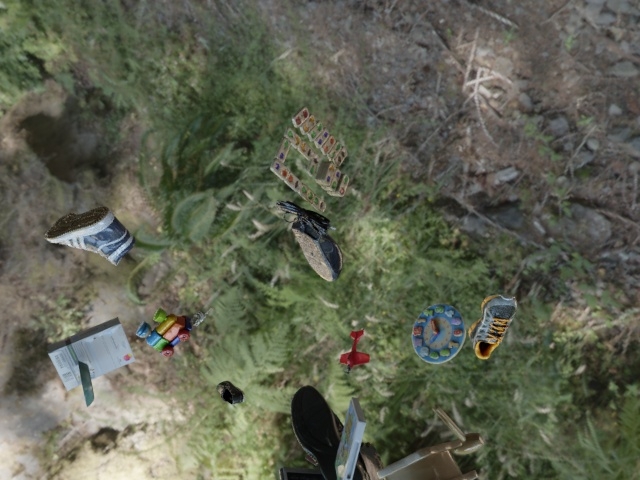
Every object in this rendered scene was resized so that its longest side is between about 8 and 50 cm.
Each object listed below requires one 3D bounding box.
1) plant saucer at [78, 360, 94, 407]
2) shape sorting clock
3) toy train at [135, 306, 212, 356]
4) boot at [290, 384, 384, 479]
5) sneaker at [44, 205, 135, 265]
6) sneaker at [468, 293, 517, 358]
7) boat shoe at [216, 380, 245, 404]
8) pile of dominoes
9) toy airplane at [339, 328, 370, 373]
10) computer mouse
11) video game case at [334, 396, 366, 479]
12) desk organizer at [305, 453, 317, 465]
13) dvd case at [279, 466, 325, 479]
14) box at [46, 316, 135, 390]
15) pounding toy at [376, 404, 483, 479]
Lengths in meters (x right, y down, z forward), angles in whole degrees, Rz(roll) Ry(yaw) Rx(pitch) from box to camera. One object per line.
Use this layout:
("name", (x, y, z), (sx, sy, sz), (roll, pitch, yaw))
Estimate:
("plant saucer", (-0.585, 0.358, 1.440), (0.119, 0.021, 0.120), (168, 90, -68))
("shape sorting clock", (0.393, 0.310, 1.929), (0.040, 0.206, 0.206), (26, 180, -37))
("toy train", (-0.509, 0.276, 1.983), (0.143, 0.248, 0.105), (38, -166, -30))
("boot", (0.065, 0.654, 1.835), (0.377, 0.138, 0.284), (51, -176, 36))
("sneaker", (-0.636, -0.002, 1.600), (0.282, 0.099, 0.153), (-8, 136, 34))
("sneaker", (0.431, 0.213, 1.423), (0.084, 0.083, 0.215), (8, 136, 0))
("boat shoe", (-0.270, 0.443, 1.674), (0.133, 0.042, 0.049), (8, 102, 52))
("pile of dominoes", (-0.007, -0.199, 1.422), (0.040, 0.196, 0.251), (8, 161, 36))
("toy airplane", (0.103, 0.330, 1.731), (0.028, 0.151, 0.151), (31, 173, -25))
("computer mouse", (0.000, 0.000, 1.498), (0.188, 0.072, 0.272), (29, 154, 39))
("video game case", (0.074, 0.528, 1.488), (0.023, 0.194, 0.212), (14, 180, -1))
("desk organizer", (-0.003, 0.811, 2.258), (0.050, 0.130, 0.047), (24, 170, 28))
("dvd case", (-0.028, 0.794, 1.691), (0.179, 0.029, 0.239), (20, -139, -35))
("box", (-0.603, 0.300, 1.522), (0.038, 0.186, 0.145), (44, 149, 47))
("pounding toy", (0.199, 0.427, 1.126), (0.269, 0.154, 0.155), (12, -135, -49))
